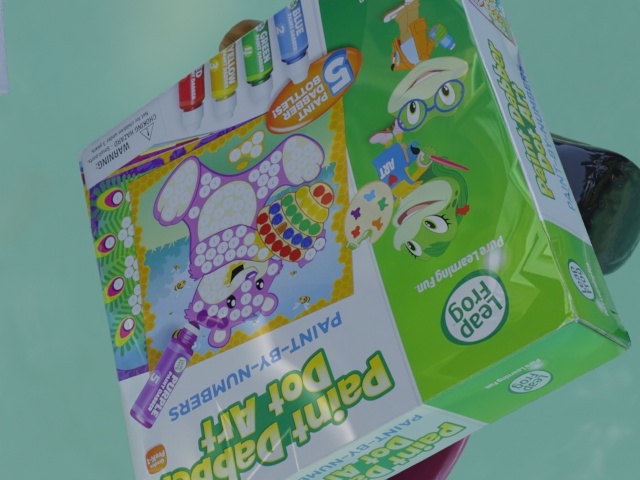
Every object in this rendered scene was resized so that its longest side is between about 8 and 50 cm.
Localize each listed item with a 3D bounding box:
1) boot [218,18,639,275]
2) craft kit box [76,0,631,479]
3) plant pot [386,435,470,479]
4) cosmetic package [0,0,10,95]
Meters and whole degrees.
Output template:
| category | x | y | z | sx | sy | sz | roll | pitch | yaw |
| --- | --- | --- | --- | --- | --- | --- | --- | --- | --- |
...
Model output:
| category | x | y | z | sx | sy | sz | roll | pitch | yaw |
| --- | --- | --- | --- | --- | --- | --- | --- | --- | --- |
| boot | 0.089 | -0.073 | 1.269 | 0.264 | 0.280 | 0.096 | 9 | 106 | -41 |
| craft kit box | 0.000 | 0.000 | 0.813 | 0.061 | 0.250 | 0.246 | 25 | 40 | -49 |
| plant pot | -0.022 | 0.084 | 1.089 | 0.201 | 0.201 | 0.180 | -29 | 40 | -28 |
| cosmetic package | -0.297 | -0.253 | 0.895 | 0.156 | 0.217 | 0.385 | -5 | 92 | -43 |
